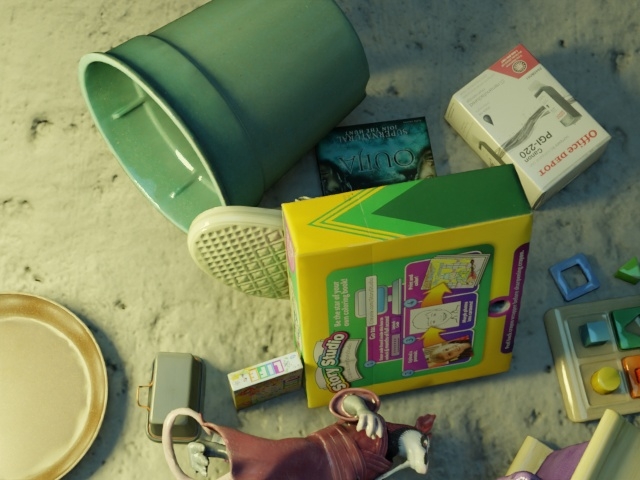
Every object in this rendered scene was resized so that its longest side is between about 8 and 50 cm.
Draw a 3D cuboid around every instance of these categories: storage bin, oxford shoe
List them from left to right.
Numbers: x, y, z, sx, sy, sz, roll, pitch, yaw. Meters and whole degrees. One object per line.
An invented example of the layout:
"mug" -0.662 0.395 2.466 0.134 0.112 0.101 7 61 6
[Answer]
"storage bin" -0.222 0.223 1.674 0.098 0.091 0.135 3 71 -1
"oxford shoe" 0.000 0.000 1.660 0.449 0.169 0.130 6 54 -36

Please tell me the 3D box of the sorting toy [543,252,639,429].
"sorting toy" 0.458 0.175 1.740 0.196 0.047 0.347 -9 72 -5

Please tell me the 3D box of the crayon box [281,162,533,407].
"crayon box" 0.116 0.073 1.592 0.313 0.363 0.106 -9 50 -5

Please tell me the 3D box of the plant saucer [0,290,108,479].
"plant saucer" -0.468 0.229 1.684 0.311 0.050 0.310 1 72 -3

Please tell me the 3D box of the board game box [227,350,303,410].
"board game box" -0.079 0.205 1.652 0.103 0.154 0.026 -19 73 -8

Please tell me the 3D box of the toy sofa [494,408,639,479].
"toy sofa" 0.316 0.321 1.521 0.177 0.362 0.150 33 74 3

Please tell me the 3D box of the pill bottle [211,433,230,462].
"pill bottle" -0.119 0.309 1.673 0.083 0.043 0.043 18 72 4

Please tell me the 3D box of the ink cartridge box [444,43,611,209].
"ink cartridge box" 0.331 -0.181 1.832 0.158 0.092 0.218 -38 79 -13

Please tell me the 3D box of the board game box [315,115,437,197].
"board game box" 0.088 -0.129 1.838 0.186 0.026 0.126 -8 71 -5

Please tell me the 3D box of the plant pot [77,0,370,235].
"plant pot" -0.127 -0.221 1.721 0.334 0.341 0.341 -39 77 -23

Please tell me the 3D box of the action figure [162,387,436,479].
"action figure" 0.004 0.327 1.602 0.370 0.276 0.248 -15 107 -32
